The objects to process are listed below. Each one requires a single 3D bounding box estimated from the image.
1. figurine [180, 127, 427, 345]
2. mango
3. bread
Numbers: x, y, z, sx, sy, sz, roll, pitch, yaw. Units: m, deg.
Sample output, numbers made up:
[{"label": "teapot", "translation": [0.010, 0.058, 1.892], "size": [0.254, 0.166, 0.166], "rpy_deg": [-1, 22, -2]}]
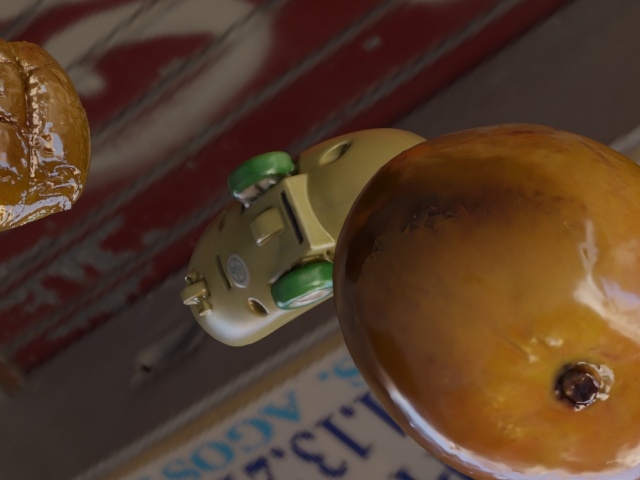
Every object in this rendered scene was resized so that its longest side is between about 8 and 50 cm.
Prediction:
[{"label": "figurine", "translation": [0.000, 0.000, 1.403], "size": [0.222, 0.124, 0.324], "rpy_deg": [-16, 166, -36]}, {"label": "mango", "translation": [0.088, 0.020, 0.548], "size": [0.112, 0.145, 0.219], "rpy_deg": [-62, 159, 16]}, {"label": "bread", "translation": [-0.128, -0.041, 0.618], "size": [0.046, 0.083, 0.081], "rpy_deg": [-9, -119, 42]}]
